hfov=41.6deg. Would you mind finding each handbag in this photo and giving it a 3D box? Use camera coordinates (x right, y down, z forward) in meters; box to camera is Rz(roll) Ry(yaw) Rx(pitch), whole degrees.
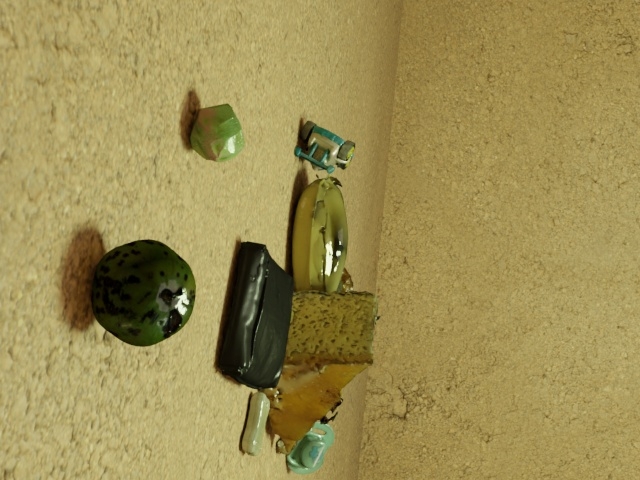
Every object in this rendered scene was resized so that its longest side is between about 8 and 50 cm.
[{"bbox_3d":[-0.111,0.145,1.559,0.223,0.080,0.247,61,36,-71],"label":"handbag"}]

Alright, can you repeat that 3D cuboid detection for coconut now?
[{"bbox_3d":[-0.150,-0.152,1.216,0.082,0.081,0.083,52,-27,38],"label":"coconut"}]

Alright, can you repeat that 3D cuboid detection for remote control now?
[{"bbox_3d":[-0.131,0.370,1.697,0.074,0.032,0.122,75,23,-62],"label":"remote control"}]

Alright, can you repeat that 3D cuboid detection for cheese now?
[{"bbox_3d":[0.000,0.000,1.967,0.259,0.128,0.316,-84,179,-67],"label":"cheese"}]

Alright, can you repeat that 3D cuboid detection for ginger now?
[{"bbox_3d":[-0.073,0.476,2.039,0.057,0.044,0.137,-57,177,29],"label":"ginger"}]

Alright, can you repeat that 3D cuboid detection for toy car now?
[{"bbox_3d":[0.003,-0.192,1.929,0.098,0.126,0.161,-58,172,-14],"label":"toy car"}]

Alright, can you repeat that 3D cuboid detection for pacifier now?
[{"bbox_3d":[-0.039,0.515,2.143,0.116,0.126,0.150,41,-66,59],"label":"pacifier"}]

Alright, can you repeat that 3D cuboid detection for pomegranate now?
[{"bbox_3d":[-0.210,0.058,0.974,0.161,0.122,0.122,3,-94,63],"label":"pomegranate"}]

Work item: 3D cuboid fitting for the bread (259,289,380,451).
[{"bbox_3d":[0.019,0.290,1.856,0.248,0.278,0.315,-83,160,-46],"label":"bread"}]

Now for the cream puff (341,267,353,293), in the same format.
[{"bbox_3d":[0.041,0.133,2.328,0.122,0.094,0.116,-109,-162,-55],"label":"cream puff"}]
